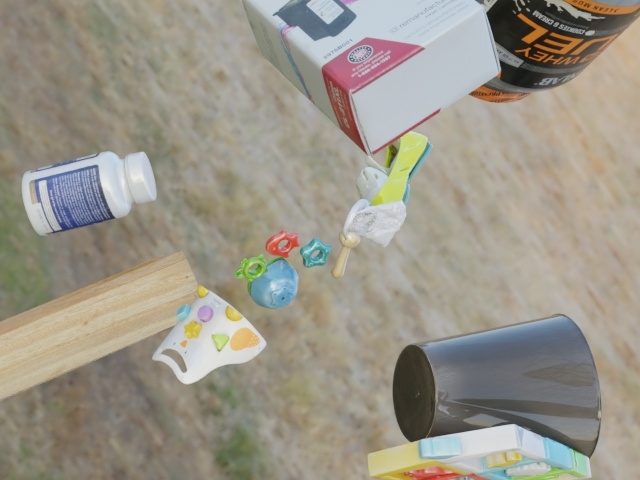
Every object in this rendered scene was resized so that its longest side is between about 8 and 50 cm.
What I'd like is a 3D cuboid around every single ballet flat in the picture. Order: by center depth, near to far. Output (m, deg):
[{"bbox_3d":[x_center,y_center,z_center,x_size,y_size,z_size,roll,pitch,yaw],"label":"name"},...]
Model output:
[{"bbox_3d":[0.091,-0.085,2.104,0.077,0.077,0.231,33,42,-5],"label":"ballet flat"}]

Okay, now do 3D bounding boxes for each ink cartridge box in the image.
[{"bbox_3d":[0.036,-0.164,1.185,0.175,0.127,0.072,46,-15,42],"label":"ink cartridge box"}]

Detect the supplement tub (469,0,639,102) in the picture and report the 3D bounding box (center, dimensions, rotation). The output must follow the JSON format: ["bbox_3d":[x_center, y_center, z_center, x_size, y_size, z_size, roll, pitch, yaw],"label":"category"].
[{"bbox_3d":[0.235,-0.275,1.513,0.194,0.316,0.193,8,66,-18],"label":"supplement tub"}]

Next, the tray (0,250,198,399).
[{"bbox_3d":[-0.332,0.127,1.517,0.076,0.411,0.203,66,-20,1],"label":"tray"}]

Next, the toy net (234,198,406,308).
[{"bbox_3d":[0.000,0.000,1.941,0.122,0.232,0.045,57,-2,-40],"label":"toy net"}]

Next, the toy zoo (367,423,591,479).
[{"bbox_3d":[0.187,0.269,1.820,0.293,0.192,0.030,28,52,-55],"label":"toy zoo"}]

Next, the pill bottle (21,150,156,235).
[{"bbox_3d":[-0.224,-0.049,1.469,0.067,0.120,0.067,-13,90,-85],"label":"pill bottle"}]

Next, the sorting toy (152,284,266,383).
[{"bbox_3d":[-0.104,0.085,1.278,0.083,0.075,0.045,32,-19,38],"label":"sorting toy"}]

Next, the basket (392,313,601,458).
[{"bbox_3d":[0.220,0.192,1.932,0.227,0.154,0.204,2,64,-22],"label":"basket"}]
